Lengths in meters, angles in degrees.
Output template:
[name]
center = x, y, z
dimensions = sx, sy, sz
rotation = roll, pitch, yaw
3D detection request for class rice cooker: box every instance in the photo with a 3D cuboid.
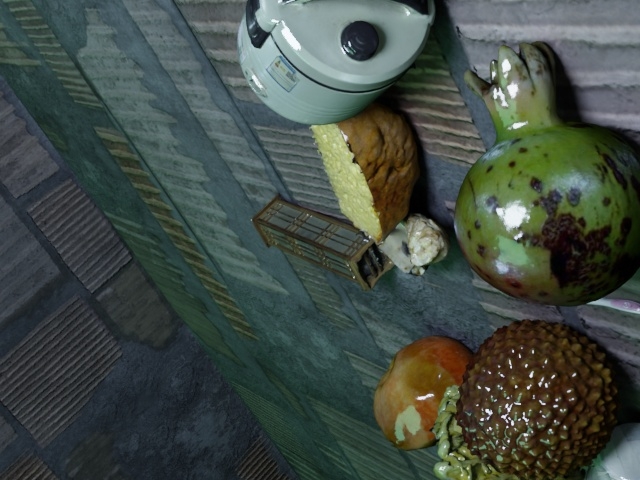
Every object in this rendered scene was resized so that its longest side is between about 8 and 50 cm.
[rice cooker]
center = 0.012, -0.274, 1.159
dimensions = 0.226, 0.226, 0.244
rotation = 48, 161, -6

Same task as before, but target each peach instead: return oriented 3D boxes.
[peach]
center = 0.213, 0.310, 1.795
dimensions = 0.214, 0.235, 0.214
rotation = 46, 167, 14

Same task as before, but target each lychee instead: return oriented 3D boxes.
[lychee]
center = 0.329, 0.255, 1.439
dimensions = 0.267, 0.267, 0.267
rotation = 38, 157, 19

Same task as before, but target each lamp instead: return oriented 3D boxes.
[lamp]
center = 0.000, 0.000, 1.824
dimensions = 0.325, 0.090, 0.089
rotation = 23, 150, 46

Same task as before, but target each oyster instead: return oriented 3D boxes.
[oyster]
center = 0.126, -0.041, 1.543
dimensions = 0.294, 0.094, 0.166
rotation = 52, 169, 37

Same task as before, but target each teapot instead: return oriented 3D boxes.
[teapot]
center = 0.531, 0.394, 1.461
dimensions = 0.222, 0.163, 0.178
rotation = 25, 146, 39

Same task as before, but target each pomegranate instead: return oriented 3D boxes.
[pomegranate]
center = 0.274, -0.073, 1.091
dimensions = 0.242, 0.305, 0.242
rotation = -1, 164, 0

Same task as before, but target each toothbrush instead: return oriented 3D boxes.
[toothbrush]
center = 0.435, 0.095, 1.303
dimensions = 0.022, 0.017, 0.204
rotation = 45, 160, -28

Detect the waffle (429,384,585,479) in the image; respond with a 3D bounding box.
[waffle]
center = 0.327, 0.368, 1.568
dimensions = 0.297, 0.317, 0.073
rotation = 27, 120, -1

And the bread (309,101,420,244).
[bread]
center = 0.079, -0.129, 1.401
dimensions = 0.129, 0.134, 0.260
rotation = 40, 157, 43

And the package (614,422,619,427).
[package]
center = 0.418, 0.280, 1.637
dimensions = 0.232, 0.040, 0.166
rotation = -3, 131, 52
